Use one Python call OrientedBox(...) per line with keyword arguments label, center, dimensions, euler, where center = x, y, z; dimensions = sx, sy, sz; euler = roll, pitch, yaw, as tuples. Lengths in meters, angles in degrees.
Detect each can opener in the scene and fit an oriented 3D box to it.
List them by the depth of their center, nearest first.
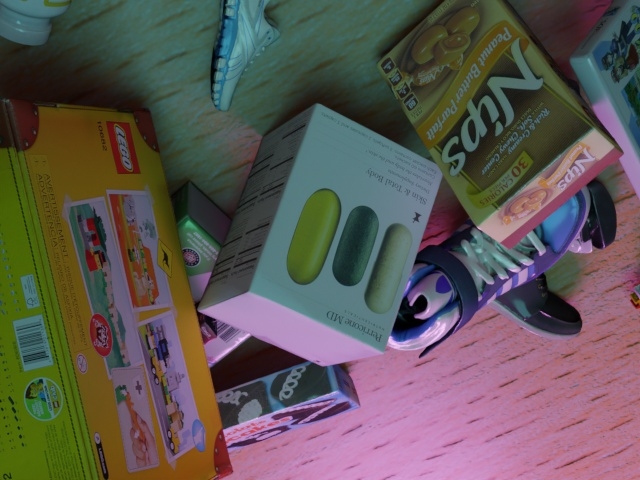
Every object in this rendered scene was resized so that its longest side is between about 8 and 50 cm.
OrientedBox(label="can opener", center=(0.348, -0.105, 1.842), dimensions=(0.093, 0.074, 0.280), euler=(-34, 125, -25))

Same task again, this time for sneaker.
OrientedBox(label="sneaker", center=(-0.096, -0.253, 1.712), dimensions=(0.082, 0.071, 0.191), euler=(6, 119, -15))
OrientedBox(label="sneaker", center=(0.208, 0.037, 1.752), dimensions=(0.322, 0.236, 0.130), euler=(-35, 91, 22))
OrientedBox(label="sneaker", center=(0.308, 0.057, 1.911), dimensions=(0.222, 0.083, 0.118), euler=(26, 116, -17))

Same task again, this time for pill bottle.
OrientedBox(label="pill bottle", center=(-0.346, -0.338, 1.620), dimensions=(0.103, 0.103, 0.184), euler=(17, 117, -14))

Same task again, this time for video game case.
OrientedBox(label="video game case", center=(0.465, -0.195, 1.700), dimensions=(0.300, 0.036, 0.329), euler=(-50, 122, -28))

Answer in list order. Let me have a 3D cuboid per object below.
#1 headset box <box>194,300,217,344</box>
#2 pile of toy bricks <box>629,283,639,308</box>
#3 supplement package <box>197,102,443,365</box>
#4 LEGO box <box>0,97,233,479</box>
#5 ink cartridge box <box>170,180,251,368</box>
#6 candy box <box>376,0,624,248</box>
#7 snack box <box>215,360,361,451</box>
OrientedBox(label="headset box", center=(-0.175, 0.120, 1.782), dimensions=(0.083, 0.062, 0.032), euler=(-30, 118, 10))
OrientedBox(label="pile of toy bricks", center=(0.570, 0.068, 1.943), dimensions=(0.212, 0.118, 0.105), euler=(-32, 157, 1))
OrientedBox(label="supplement package", center=(0.000, 0.000, 1.718), dimensions=(0.199, 0.198, 0.263), euler=(26, 71, -18))
OrientedBox(label="LEGO box", center=(-0.306, 0.095, 1.587), dimensions=(0.193, 0.372, 0.500), euler=(-13, 89, 18))
OrientedBox(label="ink cartridge box", center=(-0.217, 0.087, 1.864), dimensions=(0.278, 0.117, 0.201), euler=(-39, 115, 16))
OrientedBox(label="candy box", center=(0.214, -0.166, 1.642), dimensions=(0.183, 0.316, 0.087), euler=(-42, 138, 18))
OrientedBox(label="snack box", center=(-0.113, 0.260, 1.943), dimensions=(0.321, 0.060, 0.187), euler=(-20, 162, 7))
